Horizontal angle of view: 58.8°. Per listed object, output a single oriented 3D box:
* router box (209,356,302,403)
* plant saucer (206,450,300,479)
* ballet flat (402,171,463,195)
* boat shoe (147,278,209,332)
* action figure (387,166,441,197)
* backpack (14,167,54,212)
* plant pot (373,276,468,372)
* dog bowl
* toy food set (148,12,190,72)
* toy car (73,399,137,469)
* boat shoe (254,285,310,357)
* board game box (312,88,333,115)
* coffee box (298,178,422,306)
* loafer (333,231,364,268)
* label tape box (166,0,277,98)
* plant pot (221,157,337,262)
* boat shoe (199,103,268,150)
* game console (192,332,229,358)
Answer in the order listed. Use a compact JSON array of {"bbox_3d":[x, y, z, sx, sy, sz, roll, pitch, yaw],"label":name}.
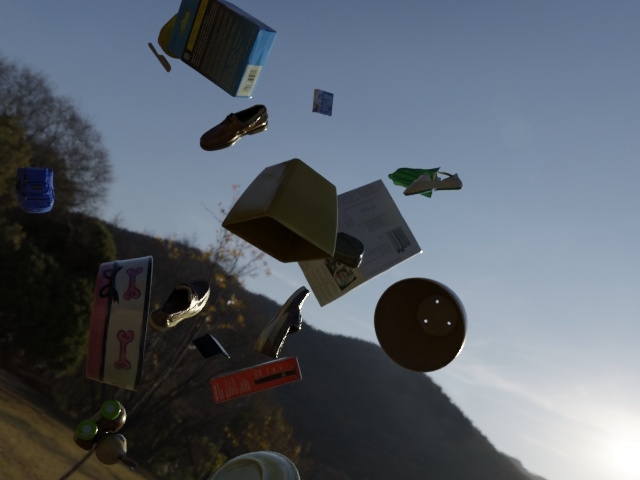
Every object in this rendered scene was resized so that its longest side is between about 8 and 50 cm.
[{"bbox_3d":[-0.238,0.499,2.054,0.335,0.301,0.082,128,-52,-75],"label":"router box"},{"bbox_3d":[-0.270,0.852,1.928,0.400,0.400,0.100,9,-54,47],"label":"plant saucer"},{"bbox_3d":[0.414,-0.214,2.111,0.249,0.086,0.086,-7,-8,-21],"label":"ballet flat"},{"bbox_3d":[-0.523,0.225,2.183,0.123,0.342,0.123,43,-58,6],"label":"boat shoe"},{"bbox_3d":[0.382,-0.255,2.365,0.232,0.137,0.063,16,-11,36],"label":"action figure"},{"bbox_3d":[-0.788,-0.139,1.562,0.098,0.120,0.101,-2,-7,-25],"label":"backpack"},{"bbox_3d":[0.334,0.246,1.758,0.284,0.284,0.191,21,14,28],"label":"plant pot"},{"bbox_3d":[-0.601,0.241,1.700,0.150,0.407,0.408,6,-13,-18],"label":"dog bowl"},{"bbox_3d":[-0.504,-0.713,2.008,0.128,0.218,0.071,47,-2,-24],"label":"toy food set"},{"bbox_3d":[-0.570,0.556,1.571,0.188,0.149,0.155,47,-32,4],"label":"toy car"},{"bbox_3d":[-0.108,0.274,1.891,0.092,0.285,0.103,32,-37,9],"label":"boat shoe"},{"bbox_3d":[0.010,-0.537,2.215,0.090,0.090,0.020,2,3,-42],"label":"board game box"},{"bbox_3d":[0.122,0.013,2.254,0.334,0.338,0.338,-38,-103,51],"label":"coffee box"},{"bbox_3d":[0.000,0.000,1.612,0.268,0.096,0.084,30,-34,20],"label":"loafer"},{"bbox_3d":[-0.330,-0.659,1.879,0.334,0.106,0.240,38,-62,20],"label":"label tape box"},{"bbox_3d":[-0.079,-0.078,1.402,0.212,0.187,0.212,34,-26,-32],"label":"plant pot"},{"bbox_3d":[-0.350,-0.462,2.267,0.111,0.307,0.104,46,-27,26],"label":"boat shoe"},{"bbox_3d":[-0.446,0.442,2.311,0.122,0.071,0.107,41,-12,39],"label":"game console"}]
